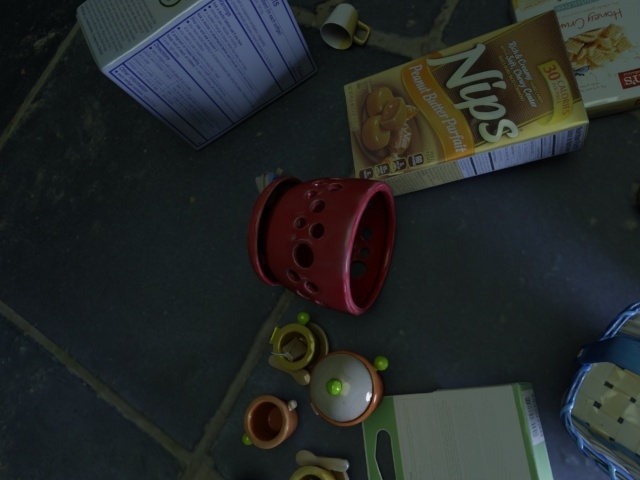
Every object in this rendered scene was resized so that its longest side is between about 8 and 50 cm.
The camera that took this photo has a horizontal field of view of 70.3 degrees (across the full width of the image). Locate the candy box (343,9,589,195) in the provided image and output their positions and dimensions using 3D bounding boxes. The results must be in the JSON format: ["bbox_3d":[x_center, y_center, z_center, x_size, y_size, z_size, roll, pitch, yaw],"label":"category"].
[{"bbox_3d":[0.202,-0.190,0.685,0.317,0.088,0.182,-13,72,23],"label":"candy box"}]

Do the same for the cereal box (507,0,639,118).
[{"bbox_3d":[0.405,-0.303,0.702,0.173,0.047,0.240,-11,72,15],"label":"cereal box"}]

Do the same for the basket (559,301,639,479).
[{"bbox_3d":[0.374,0.174,0.446,0.255,0.289,0.201,32,91,19],"label":"basket"}]

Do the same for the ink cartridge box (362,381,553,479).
[{"bbox_3d":[0.172,0.286,0.604,0.235,0.056,0.171,-19,68,36],"label":"ink cartridge box"}]

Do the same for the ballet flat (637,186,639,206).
[{"bbox_3d":[0.524,0.034,0.532,0.116,0.124,0.342,-28,69,7],"label":"ballet flat"}]

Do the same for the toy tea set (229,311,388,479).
[{"bbox_3d":[-0.041,0.271,0.621,0.200,0.124,0.335,16,80,26],"label":"toy tea set"}]

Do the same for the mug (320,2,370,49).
[{"bbox_3d":[0.045,-0.393,0.836,0.062,0.078,0.064,0,62,50],"label":"mug"}]

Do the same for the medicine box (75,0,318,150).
[{"bbox_3d":[-0.187,-0.334,0.767,0.289,0.263,0.149,-32,69,5],"label":"medicine box"}]

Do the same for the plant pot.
[{"bbox_3d":[0.000,0.000,0.662,0.174,0.191,0.191,9,78,24],"label":"plant pot"}]

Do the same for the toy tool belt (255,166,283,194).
[{"bbox_3d":[-0.076,-0.082,0.779,0.051,0.052,0.083,-27,70,17],"label":"toy tool belt"}]
